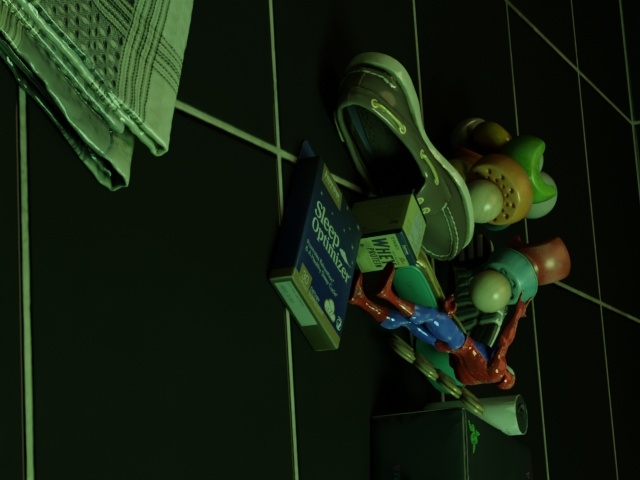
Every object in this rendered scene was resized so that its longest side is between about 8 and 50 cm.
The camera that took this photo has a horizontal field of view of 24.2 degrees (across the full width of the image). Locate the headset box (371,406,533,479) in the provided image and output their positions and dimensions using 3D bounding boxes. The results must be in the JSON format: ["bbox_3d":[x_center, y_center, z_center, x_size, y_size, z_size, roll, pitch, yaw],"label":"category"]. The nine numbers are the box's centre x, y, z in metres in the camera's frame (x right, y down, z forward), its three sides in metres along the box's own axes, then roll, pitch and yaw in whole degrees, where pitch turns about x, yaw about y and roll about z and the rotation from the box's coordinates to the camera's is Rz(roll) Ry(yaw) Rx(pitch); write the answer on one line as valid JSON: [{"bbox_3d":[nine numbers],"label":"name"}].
[{"bbox_3d":[0.170,0.359,1.901,0.283,0.131,0.246,37,49,-57],"label":"headset box"}]

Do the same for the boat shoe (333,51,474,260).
[{"bbox_3d":[0.106,-0.088,1.936,0.324,0.117,0.096,63,38,-34],"label":"boat shoe"}]

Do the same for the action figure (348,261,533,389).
[{"bbox_3d":[0.167,0.090,1.916,0.280,0.091,0.139,39,58,-30],"label":"action figure"}]

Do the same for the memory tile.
[{"bbox_3d":[0.148,0.171,1.914,0.148,0.012,0.113,37,2,0],"label":"memory tile"}]

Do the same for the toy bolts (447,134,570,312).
[{"bbox_3d":[0.230,-0.011,2.116,0.158,0.218,0.228,-31,108,-40],"label":"toy bolts"}]

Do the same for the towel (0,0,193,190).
[{"bbox_3d":[-0.209,-0.251,1.341,0.312,0.056,0.324,56,35,-45],"label":"towel"}]

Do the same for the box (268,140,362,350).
[{"bbox_3d":[0.000,0.000,1.757,0.136,0.037,0.225,59,31,-42],"label":"box"}]

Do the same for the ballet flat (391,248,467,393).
[{"bbox_3d":[0.152,0.101,2.021,0.073,0.080,0.232,-83,156,-58],"label":"ballet flat"}]

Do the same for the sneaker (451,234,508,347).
[{"bbox_3d":[0.245,0.113,2.217,0.132,0.086,0.228,59,31,-46],"label":"sneaker"}]

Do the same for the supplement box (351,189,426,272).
[{"bbox_3d":[0.081,-0.011,1.882,0.083,0.083,0.056,-72,145,-46],"label":"supplement box"}]

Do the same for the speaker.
[{"bbox_3d":[0.210,0.242,2.025,0.055,0.136,0.055,-8,90,-67],"label":"speaker"}]

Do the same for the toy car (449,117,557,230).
[{"bbox_3d":[0.260,-0.089,2.275,0.136,0.159,0.182,-46,134,-18],"label":"toy car"}]
